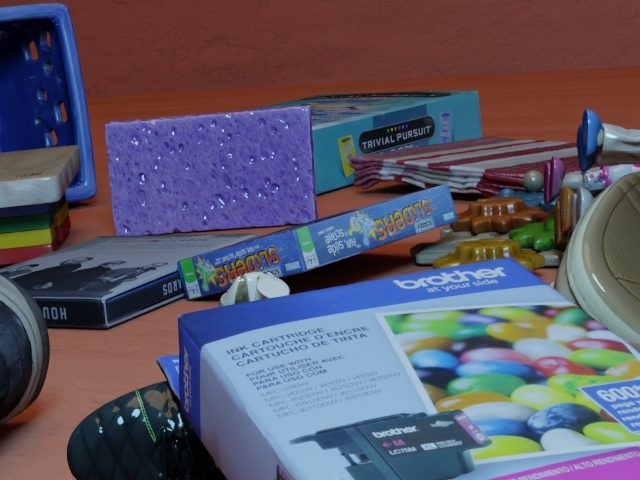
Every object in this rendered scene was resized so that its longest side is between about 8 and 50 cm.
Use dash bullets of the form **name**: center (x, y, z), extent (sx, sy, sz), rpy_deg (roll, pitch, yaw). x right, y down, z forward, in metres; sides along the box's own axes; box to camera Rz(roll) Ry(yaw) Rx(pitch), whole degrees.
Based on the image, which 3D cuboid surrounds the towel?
- **towel**: center (0.222, -0.075, 1.750), extent (0.237, 0.037, 0.329), rpy_deg (-11, 13, -38)

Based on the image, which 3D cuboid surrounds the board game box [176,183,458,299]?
- **board game box**: center (0.000, 0.000, 1.357), extent (0.136, 0.035, 0.201), rpy_deg (-15, 2, 43)

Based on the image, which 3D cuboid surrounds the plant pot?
- **plant pot**: center (-0.418, -0.141, 1.941), extent (0.236, 0.236, 0.212), rpy_deg (-11, 4, -29)

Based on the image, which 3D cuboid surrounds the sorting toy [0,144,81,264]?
- **sorting toy**: center (-0.369, -0.023, 1.622), extent (0.255, 0.089, 0.257), rpy_deg (-6, 10, -2)

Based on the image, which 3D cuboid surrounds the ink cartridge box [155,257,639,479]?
- **ink cartridge box**: center (0.053, 0.080, 0.733), extent (0.185, 0.065, 0.311), rpy_deg (-9, 20, -19)

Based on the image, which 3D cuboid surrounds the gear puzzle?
- **gear puzzle**: center (0.170, -0.015, 1.403), extent (0.175, 0.044, 0.339), rpy_deg (-1, 11, 24)

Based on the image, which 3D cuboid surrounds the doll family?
- **doll family**: center (0.265, -0.021, 1.244), extent (0.163, 0.118, 0.263), rpy_deg (0, -7, -1)

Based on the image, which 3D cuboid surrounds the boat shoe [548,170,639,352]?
- **boat shoe**: center (0.202, 0.032, 0.993), extent (0.110, 0.122, 0.341), rpy_deg (-43, -12, 25)

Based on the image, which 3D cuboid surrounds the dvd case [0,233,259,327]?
- **dvd case**: center (-0.183, 0.031, 1.390), extent (0.179, 0.030, 0.238), rpy_deg (0, 11, 29)

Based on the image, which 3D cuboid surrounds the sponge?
- **sponge**: center (-0.108, -0.069, 1.656), extent (0.210, 0.117, 0.031), rpy_deg (-4, 8, 9)

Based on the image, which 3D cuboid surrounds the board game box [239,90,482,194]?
- **board game box**: center (-0.001, -0.124, 2.014), extent (0.253, 0.079, 0.336), rpy_deg (3, 13, 39)

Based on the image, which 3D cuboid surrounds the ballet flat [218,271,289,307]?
- **ballet flat**: center (-0.037, 0.046, 1.153), extent (0.057, 0.052, 0.168), rpy_deg (-9, 10, -16)

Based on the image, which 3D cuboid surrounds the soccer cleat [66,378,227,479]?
- **soccer cleat**: center (-0.038, 0.102, 0.827), extent (0.178, 0.060, 0.072), rpy_deg (-4, 11, -6)

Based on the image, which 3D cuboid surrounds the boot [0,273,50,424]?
- **boot**: center (-0.351, 0.082, 0.880), extent (0.377, 0.138, 0.284), rpy_deg (5, 10, -2)
